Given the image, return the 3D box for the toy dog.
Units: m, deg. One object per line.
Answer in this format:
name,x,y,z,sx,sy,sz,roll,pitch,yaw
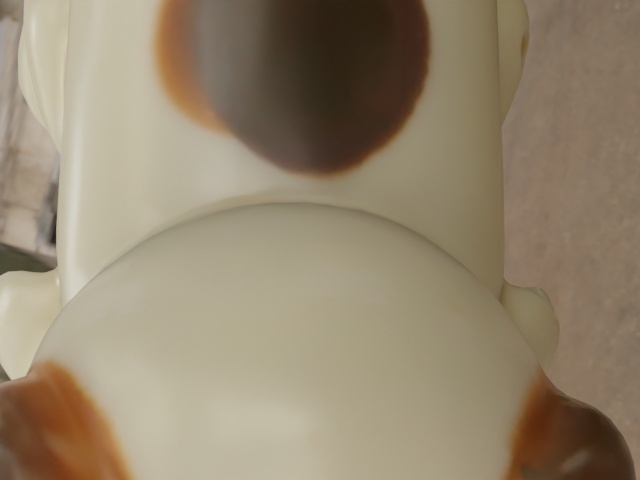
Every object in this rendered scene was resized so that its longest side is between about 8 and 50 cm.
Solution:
toy dog,0.000,0.000,0.506,0.395,0.284,0.408,115,159,-48
